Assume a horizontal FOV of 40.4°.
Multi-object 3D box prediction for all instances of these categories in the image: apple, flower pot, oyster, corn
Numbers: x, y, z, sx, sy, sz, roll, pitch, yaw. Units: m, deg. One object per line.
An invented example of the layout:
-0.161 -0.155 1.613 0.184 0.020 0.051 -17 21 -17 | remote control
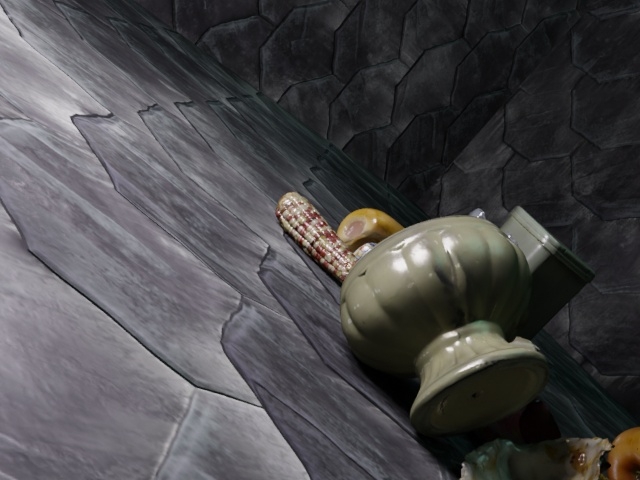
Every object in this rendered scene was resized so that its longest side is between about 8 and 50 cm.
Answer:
0.742 0.519 1.883 0.241 0.242 0.242 20 19 -30 | apple
0.195 0.141 1.302 0.307 0.307 0.244 30 31 -47 | flower pot
0.307 0.333 1.196 0.396 0.204 0.111 -4 83 -73 | oyster
0.000 0.000 1.706 0.237 0.079 0.079 45 11 22 | corn

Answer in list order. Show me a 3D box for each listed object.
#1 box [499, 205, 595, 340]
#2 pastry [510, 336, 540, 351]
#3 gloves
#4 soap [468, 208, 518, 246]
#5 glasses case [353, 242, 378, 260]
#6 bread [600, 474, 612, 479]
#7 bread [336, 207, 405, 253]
0.546 0.127 2.413 0.352 0.344 0.177 28 15 -51 | box
0.373 0.261 1.772 0.166 0.166 0.088 38 16 -14 | pastry
0.303 0.294 1.494 0.145 0.126 0.241 32 -16 -20 | gloves
0.350 0.125 1.874 0.257 0.302 0.159 31 6 -43 | soap
0.128 0.055 1.917 0.065 0.087 0.248 50 15 21 | glasses case
0.582 0.517 1.660 0.367 0.084 0.077 33 -27 -33 | bread
0.170 0.020 2.069 0.305 0.142 0.091 34 47 -40 | bread
